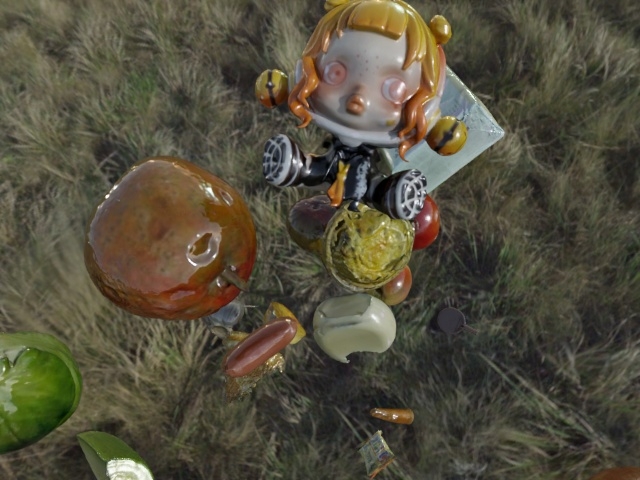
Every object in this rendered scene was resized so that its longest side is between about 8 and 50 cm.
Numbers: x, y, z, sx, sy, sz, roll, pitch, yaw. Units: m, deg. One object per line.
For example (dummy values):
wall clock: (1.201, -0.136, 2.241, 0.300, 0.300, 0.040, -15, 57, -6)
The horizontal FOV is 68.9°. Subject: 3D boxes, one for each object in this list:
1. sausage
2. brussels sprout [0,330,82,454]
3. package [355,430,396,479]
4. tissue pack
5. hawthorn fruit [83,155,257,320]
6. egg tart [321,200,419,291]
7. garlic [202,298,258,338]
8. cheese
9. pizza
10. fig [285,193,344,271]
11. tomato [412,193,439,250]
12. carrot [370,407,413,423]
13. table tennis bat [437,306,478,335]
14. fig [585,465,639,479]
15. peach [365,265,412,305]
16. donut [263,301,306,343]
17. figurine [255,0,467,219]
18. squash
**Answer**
sausage: (-0.134, 0.235, 1.040, 0.194, 0.077, 0.077, -32, 55, -22)
brussels sprout: (-0.599, 0.281, 0.896, 0.219, 0.271, 0.210, -31, 49, -18)
package: (0.176, 0.687, 1.506, 0.108, 0.031, 0.121, -41, 31, 3)
tissue pack: (0.347, -0.391, 1.542, 0.331, 0.205, 0.405, -40, 40, 23)
hawthorn fruit: (-0.221, 0.011, 0.764, 0.298, 0.277, 0.277, 29, 72, 32)
egg tart: (0.144, 0.012, 1.229, 0.290, 0.291, 0.107, -31, 24, -3)
garlic: (-0.406, 0.356, 2.131, 0.207, 0.256, 0.207, -16, 67, 42)
cheese: (0.107, 0.281, 1.499, 0.265, 0.233, 0.127, -10, 41, 15)
pizza: (-0.213, 0.362, 1.292, 0.188, 0.062, 0.199, 30, 69, 0)
fig: (0.000, 0.000, 1.637, 0.216, 0.321, 0.217, -5, 40, 4)
tomato: (0.270, -0.062, 1.414, 0.136, 0.195, 0.195, -29, 53, -29)
carrot: (0.268, 0.667, 1.788, 0.061, 0.209, 0.061, -29, 51, 44)
table tennis bat: (0.553, 0.339, 1.864, 0.169, 0.119, 0.108, 24, 92, 13)
fig: (0.466, 0.434, 0.689, 0.205, 0.205, 0.205, -7, 59, 12)
peach: (0.257, 0.150, 1.755, 0.184, 0.184, 0.184, -7, 59, 12)
donut: (-0.146, 0.330, 1.828, 0.075, 0.174, 0.190, -47, 66, 6)
figurine: (0.066, -0.214, 0.706, 0.319, 0.196, 0.323, 18, 105, 4)
squash: (-0.523, 0.598, 1.208, 0.288, 0.111, 0.203, -13, 93, 50)
